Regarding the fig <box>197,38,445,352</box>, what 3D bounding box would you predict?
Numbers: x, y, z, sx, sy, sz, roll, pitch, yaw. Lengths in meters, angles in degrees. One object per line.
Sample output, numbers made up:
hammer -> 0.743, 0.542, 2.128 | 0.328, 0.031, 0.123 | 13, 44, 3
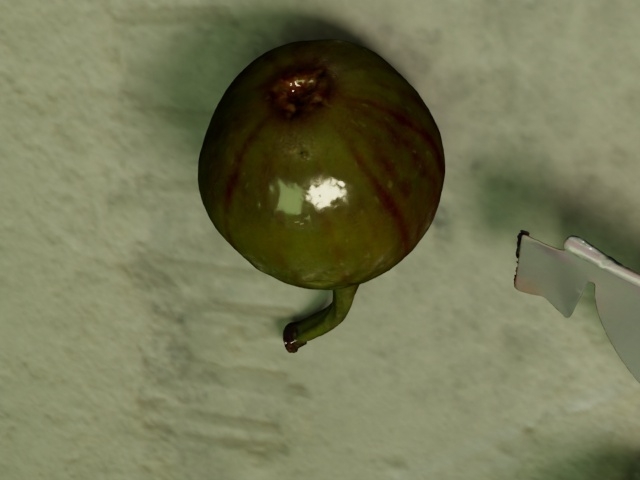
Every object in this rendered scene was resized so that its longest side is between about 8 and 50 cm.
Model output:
fig -> 0.000, 0.000, 0.844 | 0.124, 0.124, 0.236 | 17, 143, 13

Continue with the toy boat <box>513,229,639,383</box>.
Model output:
toy boat -> 0.240, 0.100, 0.771 | 0.318, 0.072, 0.219 | 15, 147, 22
